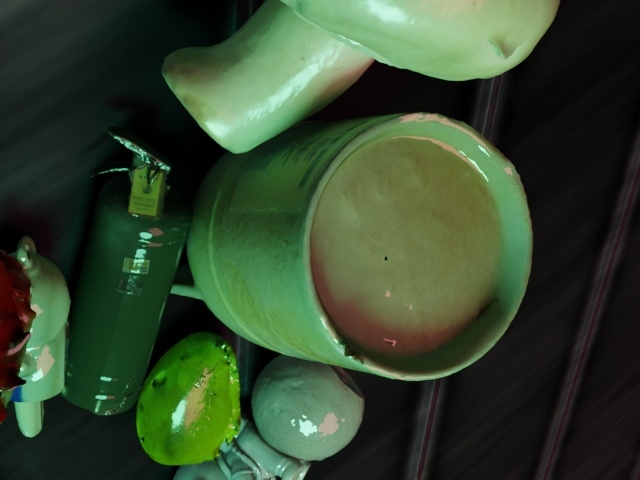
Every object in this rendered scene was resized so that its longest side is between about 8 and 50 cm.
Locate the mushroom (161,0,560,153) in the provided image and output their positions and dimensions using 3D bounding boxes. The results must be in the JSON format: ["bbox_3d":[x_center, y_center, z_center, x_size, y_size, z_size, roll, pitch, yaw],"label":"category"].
[{"bbox_3d":[0.025,-0.257,1.132,0.356,0.315,0.315,-3,148,14],"label":"mushroom"}]

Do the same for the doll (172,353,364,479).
[{"bbox_3d":[-0.077,0.262,1.695,0.287,0.151,0.151,-43,148,6],"label":"doll"}]

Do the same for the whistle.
[{"bbox_3d":[-0.288,0.097,1.300,0.092,0.110,0.244,2,131,-9],"label":"whistle"}]

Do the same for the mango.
[{"bbox_3d":[-0.150,0.181,1.546,0.119,0.100,0.178,-5,124,-38],"label":"mango"}]

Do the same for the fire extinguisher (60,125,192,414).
[{"bbox_3d":[-0.197,0.028,1.336,0.114,0.095,0.311,10,123,-19],"label":"fire extinguisher"}]

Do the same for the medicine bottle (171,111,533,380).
[{"bbox_3d":[0.000,0.000,1.323,0.236,0.406,0.235,-1,92,-27],"label":"medicine bottle"}]

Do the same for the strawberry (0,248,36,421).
[{"bbox_3d":[-0.418,0.111,1.050,0.345,0.295,0.317,13,139,-18],"label":"strawberry"}]
